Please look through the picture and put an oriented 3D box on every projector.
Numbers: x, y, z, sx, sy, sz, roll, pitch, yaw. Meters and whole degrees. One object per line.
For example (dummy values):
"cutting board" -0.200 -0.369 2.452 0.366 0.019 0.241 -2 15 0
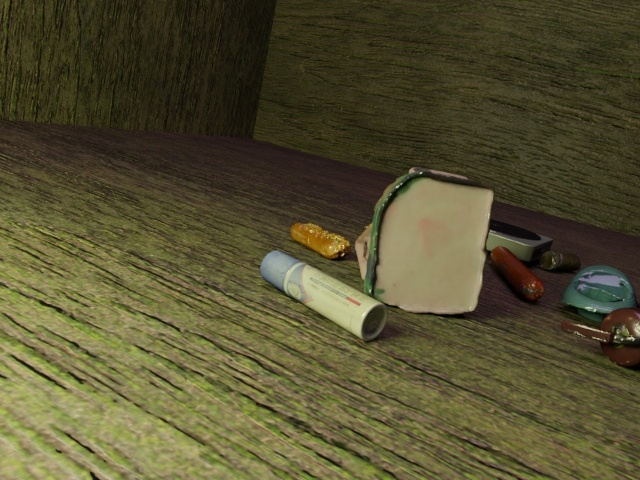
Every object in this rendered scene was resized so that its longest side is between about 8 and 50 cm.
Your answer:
"projector" 0.503 -0.005 1.587 0.259 0.079 0.257 20 16 31

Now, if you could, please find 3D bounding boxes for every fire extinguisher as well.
"fire extinguisher" 0.564 0.158 0.931 0.341 0.105 0.141 7 -3 -23

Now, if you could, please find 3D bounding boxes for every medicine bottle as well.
"medicine bottle" -0.002 0.077 0.841 0.059 0.059 0.230 -1 18 -45

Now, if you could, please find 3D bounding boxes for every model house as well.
"model house" 0.170 -0.015 1.021 0.202 0.237 0.237 3 10 -7

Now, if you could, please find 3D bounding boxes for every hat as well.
"hat" 0.571 0.125 1.135 0.138 0.078 0.191 11 29 31

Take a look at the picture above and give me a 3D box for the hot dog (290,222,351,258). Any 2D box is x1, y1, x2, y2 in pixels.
"hot dog" 0.000 0.000 1.192 0.071 0.045 0.165 4 15 -40

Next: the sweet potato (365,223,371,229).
"sweet potato" 0.209 -0.014 1.404 0.205 0.068 0.060 13 37 -19

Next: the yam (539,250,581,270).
"yam" 0.659 0.058 1.524 0.132 0.054 0.054 5 15 -35

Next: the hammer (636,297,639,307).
"hammer" 0.746 0.134 1.352 0.060 0.028 0.195 9 14 8

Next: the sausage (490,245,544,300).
"sausage" 0.447 0.070 1.284 0.053 0.053 0.348 12 14 2
